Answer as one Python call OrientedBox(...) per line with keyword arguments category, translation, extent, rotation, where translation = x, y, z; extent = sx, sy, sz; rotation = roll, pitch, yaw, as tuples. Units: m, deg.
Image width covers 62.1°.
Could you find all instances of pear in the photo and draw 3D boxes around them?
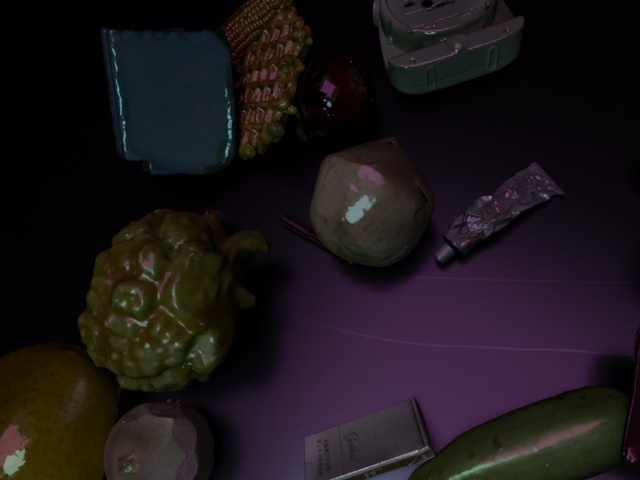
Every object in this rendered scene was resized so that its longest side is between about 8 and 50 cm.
OrientedBox(category="pear", translation=(-0.533, 0.348, 0.881), extent=(0.340, 0.191, 0.386), rotation=(18, 78, 38))

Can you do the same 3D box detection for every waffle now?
OrientedBox(category="waffle", translation=(-0.103, -0.313, 1.059), extent=(0.281, 0.058, 0.300), rotation=(-24, 58, 51))

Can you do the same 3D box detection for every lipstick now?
OrientedBox(category="lipstick", translation=(0.000, 0.000, 1.005), extent=(0.176, 0.027, 0.027), rotation=(32, 80, 22))

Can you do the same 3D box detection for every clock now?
OrientedBox(category="clock", translation=(0.235, -0.466, 1.075), extent=(0.265, 0.108, 0.324), rotation=(-17, 66, 8))

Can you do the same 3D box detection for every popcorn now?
OrientedBox(category="popcorn", translation=(-0.253, 0.087, 0.908), extent=(0.274, 0.279, 0.335), rotation=(-5, 80, 33))

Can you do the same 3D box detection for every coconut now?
OrientedBox(category="coconut", translation=(0.090, -0.071, 0.915), extent=(0.224, 0.224, 0.224), rotation=(-5, 68, 13))
OrientedBox(category="coconut", translation=(-0.262, 0.341, 0.854), extent=(0.171, 0.183, 0.171), rotation=(-4, 70, 12))

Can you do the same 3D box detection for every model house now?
OrientedBox(category="model house", translation=(-0.315, -0.288, 1.094), extent=(0.230, 0.249, 0.280), rotation=(-7, 108, -21))

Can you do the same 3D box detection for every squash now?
OrientedBox(category="squash", translation=(0.276, 0.309, 0.765), extent=(0.371, 0.118, 0.118), rotation=(-25, 65, 10))

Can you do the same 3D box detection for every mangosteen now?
OrientedBox(category="mangosteen", translation=(0.014, -0.278, 1.044), extent=(0.180, 0.166, 0.166), rotation=(-9, 65, 37))

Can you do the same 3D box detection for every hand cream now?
OrientedBox(category="hand cream", translation=(0.304, -0.046, 0.932), extent=(0.257, 0.050, 0.084), rotation=(-34, 62, -3))

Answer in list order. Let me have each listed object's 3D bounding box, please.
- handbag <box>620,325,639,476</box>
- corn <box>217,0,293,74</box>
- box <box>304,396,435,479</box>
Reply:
OrientedBox(category="handbag", translation=(0.496, 0.231, 0.698), extent=(0.216, 0.074, 0.203), rotation=(28, 73, -23))
OrientedBox(category="corn", translation=(-0.176, -0.454, 1.187), extent=(0.310, 0.101, 0.101), rotation=(-46, 65, 0))
OrientedBox(category="box", translation=(0.069, 0.320, 0.825), extent=(0.198, 0.029, 0.109), rotation=(-22, 23, 7))
